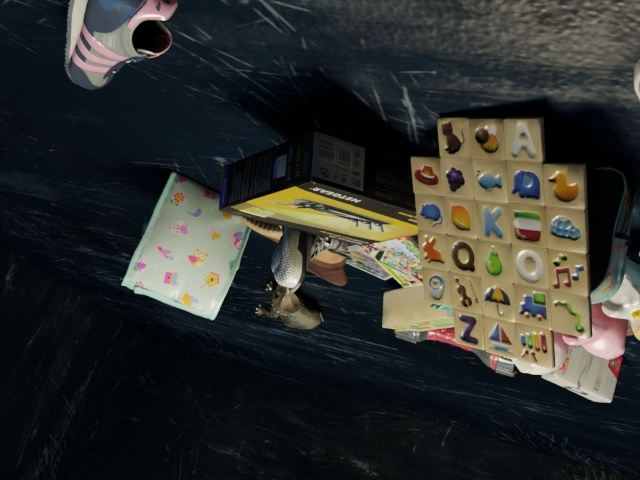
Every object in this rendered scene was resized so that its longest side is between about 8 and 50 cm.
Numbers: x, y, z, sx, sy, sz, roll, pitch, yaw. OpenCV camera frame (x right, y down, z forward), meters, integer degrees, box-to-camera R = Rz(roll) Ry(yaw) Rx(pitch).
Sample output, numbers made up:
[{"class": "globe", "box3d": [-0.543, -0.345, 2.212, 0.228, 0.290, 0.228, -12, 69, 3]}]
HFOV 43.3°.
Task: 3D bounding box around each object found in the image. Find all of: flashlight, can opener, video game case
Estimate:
[{"class": "flashlight", "box3d": [0.331, 0.240, 1.945, 0.304, 0.103, 0.103, 14, 161, 18]}, {"class": "can opener", "box3d": [0.040, -0.141, 1.303, 0.059, 0.073, 0.186, -24, 153, 7]}, {"class": "video game case", "box3d": [0.089, 0.022, 1.726, 0.201, 0.023, 0.183, 24, 161, -11]}]

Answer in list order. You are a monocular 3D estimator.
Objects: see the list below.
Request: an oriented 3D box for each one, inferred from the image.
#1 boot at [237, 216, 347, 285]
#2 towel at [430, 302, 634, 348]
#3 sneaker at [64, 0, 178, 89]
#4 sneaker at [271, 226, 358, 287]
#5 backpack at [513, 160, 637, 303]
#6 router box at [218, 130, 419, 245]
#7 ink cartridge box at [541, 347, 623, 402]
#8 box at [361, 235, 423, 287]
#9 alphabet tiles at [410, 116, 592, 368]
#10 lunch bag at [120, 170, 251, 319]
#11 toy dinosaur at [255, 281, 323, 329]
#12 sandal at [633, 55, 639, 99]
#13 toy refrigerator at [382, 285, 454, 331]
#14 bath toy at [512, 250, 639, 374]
[{"class": "boot", "box3d": [-0.059, 0.007, 1.685, 0.248, 0.090, 0.207, 22, 155, 16]}, {"class": "towel", "box3d": [0.419, 0.133, 1.494, 0.370, 0.040, 0.271, 26, 147, -36]}, {"class": "sneaker", "box3d": [-0.283, -0.281, 1.149, 0.131, 0.112, 0.319, 27, 162, -9]}, {"class": "sneaker", "box3d": [0.000, 0.000, 1.466, 0.153, 0.268, 0.101, 17, 124, -11]}, {"class": "backpack", "box3d": [0.350, -0.002, 1.130, 0.166, 0.188, 0.144, 6, 168, 33]}, {"class": "router box", "box3d": [0.032, -0.071, 1.286, 0.309, 0.081, 0.243, 13, 164, -36]}, {"class": "ink cartridge box", "box3d": [0.577, 0.279, 1.782, 0.150, 0.109, 0.063, 25, 164, -12]}, {"class": "box", "box3d": [0.166, 0.025, 1.586, 0.114, 0.036, 0.207, -11, 144, 33]}, {"class": "alphabet tiles", "box3d": [0.242, 0.000, 1.114, 0.011, 0.342, 0.285, -18, -162, -38]}, {"class": "lunch bag", "box3d": [-0.283, 0.021, 1.745, 0.223, 0.262, 0.160, 24, 161, -12]}, {"class": "toy dinosaur", "box3d": [-0.072, 0.200, 2.237, 0.160, 0.121, 0.313, 22, 162, 42]}, {"class": "sandal", "box3d": [0.480, -0.078, 0.919, 0.416, 0.102, 0.169, 31, 159, -29]}, {"class": "toy refrigerator", "box3d": [0.243, 0.148, 1.760, 0.102, 0.094, 0.269, 9, 167, -23]}, {"class": "bath toy", "box3d": [0.460, 0.124, 1.312, 0.129, 0.151, 0.348, -13, 161, -44]}]
